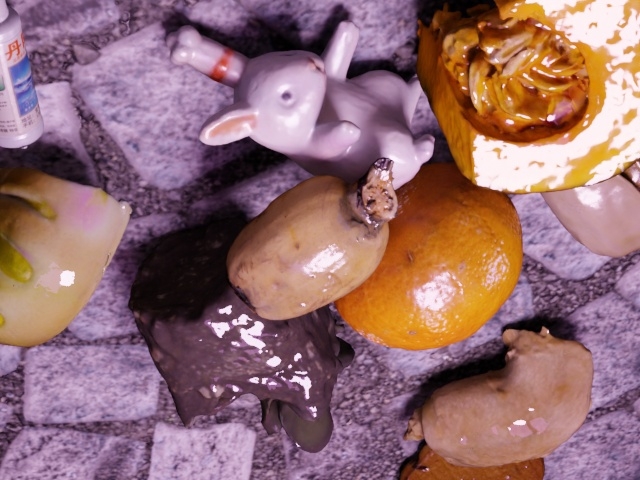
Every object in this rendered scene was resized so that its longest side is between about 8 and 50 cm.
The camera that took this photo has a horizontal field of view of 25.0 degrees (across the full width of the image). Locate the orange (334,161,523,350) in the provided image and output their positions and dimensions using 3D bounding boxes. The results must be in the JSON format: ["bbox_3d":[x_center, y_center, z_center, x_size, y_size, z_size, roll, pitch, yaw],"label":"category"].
[{"bbox_3d":[0.116,0.021,1.584,0.224,0.224,0.170,-35,110,17],"label":"orange"}]

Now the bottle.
[{"bbox_3d":[-0.317,-0.189,1.405,0.060,0.060,0.217,-9,133,-4],"label":"bottle"}]

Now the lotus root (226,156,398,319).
[{"bbox_3d":[0.000,0.000,1.462,0.221,0.118,0.125,-34,160,16],"label":"lotus root"}]

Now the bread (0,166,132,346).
[{"bbox_3d":[-0.316,0.022,1.527,0.158,0.156,0.260,24,121,-31],"label":"bread"}]

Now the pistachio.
[{"bbox_3d":[0.320,-0.062,1.614,0.206,0.131,0.129,44,70,-38],"label":"pistachio"}]

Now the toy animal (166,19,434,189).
[{"bbox_3d":[-0.013,-0.141,1.462,0.282,0.140,0.138,26,135,-32],"label":"toy animal"}]

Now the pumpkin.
[{"bbox_3d":[0.238,-0.202,1.405,0.256,0.225,0.303,4,130,-9],"label":"pumpkin"}]

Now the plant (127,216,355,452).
[{"bbox_3d":[-0.085,0.117,1.648,0.188,0.199,0.276,-24,128,17],"label":"plant"}]

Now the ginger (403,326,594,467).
[{"bbox_3d":[0.234,0.215,1.836,0.267,0.152,0.138,-34,159,11],"label":"ginger"}]

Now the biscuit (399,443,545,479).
[{"bbox_3d":[0.210,0.326,1.991,0.212,0.036,0.212,-7,133,-7],"label":"biscuit"}]
